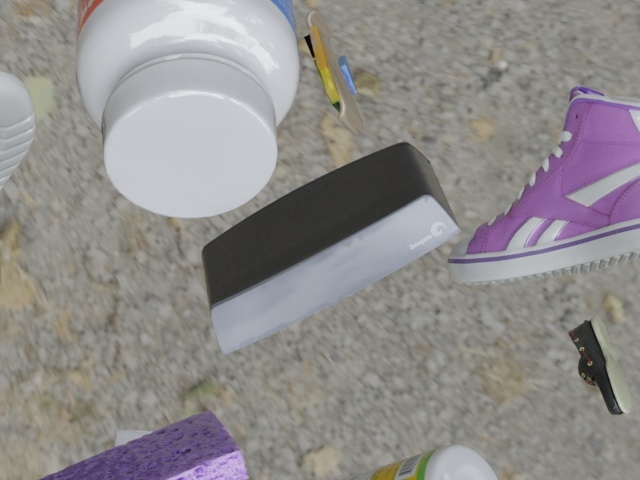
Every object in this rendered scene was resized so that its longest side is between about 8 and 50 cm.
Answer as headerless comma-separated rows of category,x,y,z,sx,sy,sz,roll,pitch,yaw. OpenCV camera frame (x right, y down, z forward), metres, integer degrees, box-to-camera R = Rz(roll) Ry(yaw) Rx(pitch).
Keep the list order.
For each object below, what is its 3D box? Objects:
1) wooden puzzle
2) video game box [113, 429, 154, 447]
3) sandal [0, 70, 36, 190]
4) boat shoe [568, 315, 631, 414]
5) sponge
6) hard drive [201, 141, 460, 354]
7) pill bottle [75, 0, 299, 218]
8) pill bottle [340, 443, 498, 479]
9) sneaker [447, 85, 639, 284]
wooden puzzle,0.007,-0.107,1.031,0.014,0.116,0.078,-19,74,9
video game box,-0.176,0.312,1.498,0.048,0.205,0.187,3,122,-6
sandal,-0.423,-0.084,1.748,0.169,0.416,0.102,-14,69,-29
boat shoe,0.303,0.141,1.747,0.042,0.133,0.049,-30,132,16
sponge,-0.167,0.201,1.286,0.210,0.117,0.031,-22,106,-13
hard drive,0.000,0.000,1.563,0.255,0.172,0.054,-28,118,7
pill bottle,-0.075,-0.122,0.906,0.124,0.221,0.124,-4,135,-3
pill bottle,0.078,0.327,1.840,0.246,0.136,0.136,-24,116,36
sneaker,0.223,-0.050,1.453,0.102,0.282,0.161,-4,81,-47
